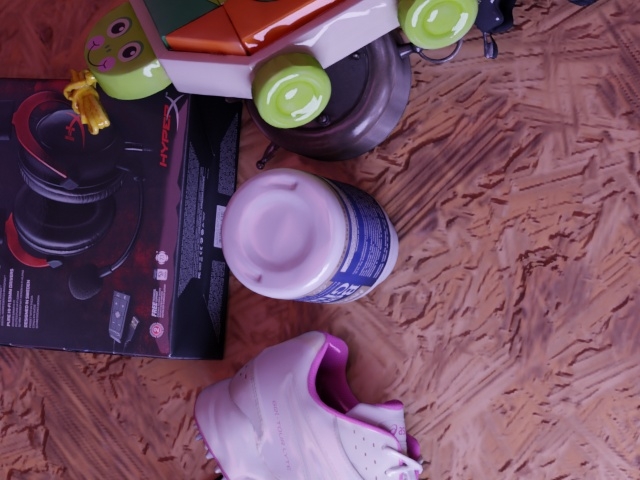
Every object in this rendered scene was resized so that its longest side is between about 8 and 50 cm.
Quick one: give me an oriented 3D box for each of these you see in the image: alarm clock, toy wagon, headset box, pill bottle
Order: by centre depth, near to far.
[{"bbox_3d":[-0.046,-0.195,1.315,0.344,0.068,0.267,-29,46,1],"label":"toy wagon"},{"bbox_3d":[0.000,0.000,1.317,0.094,0.169,0.094,-2,86,21],"label":"pill bottle"},{"bbox_3d":[0.020,-0.135,1.381,0.192,0.064,0.129,-18,80,15],"label":"alarm clock"},{"bbox_3d":[-0.223,-0.020,1.433,0.293,0.110,0.218,4,87,21],"label":"headset box"}]

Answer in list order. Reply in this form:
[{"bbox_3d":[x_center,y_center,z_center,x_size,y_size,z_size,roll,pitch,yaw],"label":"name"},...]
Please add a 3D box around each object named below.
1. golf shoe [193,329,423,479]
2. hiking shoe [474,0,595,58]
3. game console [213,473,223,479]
[{"bbox_3d":[0.033,0.203,1.324,0.140,0.115,0.306,-40,75,10],"label":"golf shoe"},{"bbox_3d":[0.191,-0.236,1.320,0.227,0.086,0.114,-37,83,24],"label":"hiking shoe"},{"bbox_3d":[-0.099,0.268,1.382,0.144,0.124,0.085,-37,101,14],"label":"game console"}]
